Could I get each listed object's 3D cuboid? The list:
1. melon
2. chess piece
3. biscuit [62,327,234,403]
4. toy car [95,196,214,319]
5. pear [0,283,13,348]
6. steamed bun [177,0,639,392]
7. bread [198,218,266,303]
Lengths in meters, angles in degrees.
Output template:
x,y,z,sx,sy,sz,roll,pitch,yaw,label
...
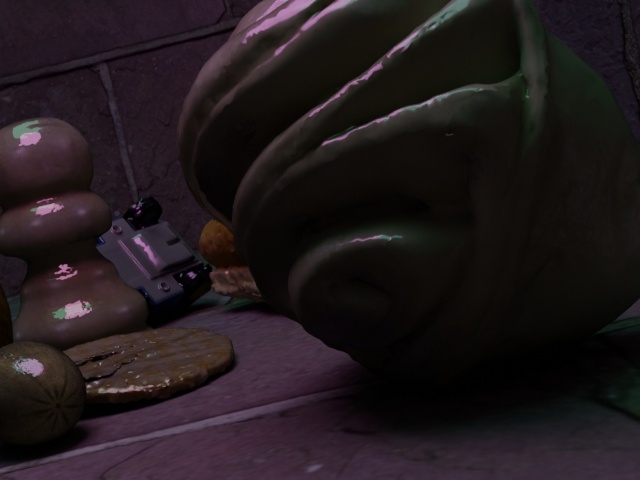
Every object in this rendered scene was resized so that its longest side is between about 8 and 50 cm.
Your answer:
x,y,z,sx,sy,sz,roll,pitch,yaw,label
-0.270,0.141,0.798,0.098,0.098,0.131,-18,8,-42,melon
-0.330,0.010,1.089,0.182,0.330,0.182,-13,7,2,chess piece
-0.200,0.133,0.940,0.220,0.033,0.220,-5,11,1,biscuit
-0.322,0.064,1.394,0.166,0.198,0.314,-50,-13,33,toy car
-0.460,0.098,0.867,0.284,0.283,0.283,-14,5,1,pear
0.050,-0.024,0.669,0.339,0.352,0.247,-1,49,52,steamed bun
0.000,0.000,1.239,0.237,0.165,0.375,-14,3,-30,bread
